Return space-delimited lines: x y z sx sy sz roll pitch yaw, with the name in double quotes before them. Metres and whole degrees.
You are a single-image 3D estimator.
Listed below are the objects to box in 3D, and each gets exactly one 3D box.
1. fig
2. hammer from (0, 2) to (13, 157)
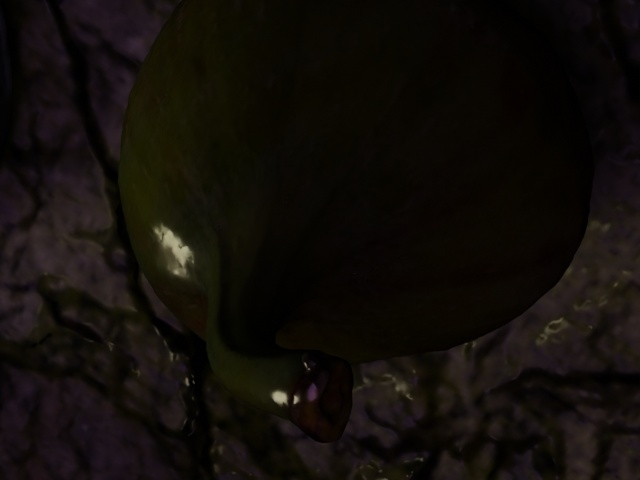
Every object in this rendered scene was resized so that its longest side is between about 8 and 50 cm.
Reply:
"fig" 0.000 0.000 0.475 0.149 0.245 0.149 4 114 10
"hammer" -0.223 -0.068 0.642 0.227 0.041 0.158 3 112 18
